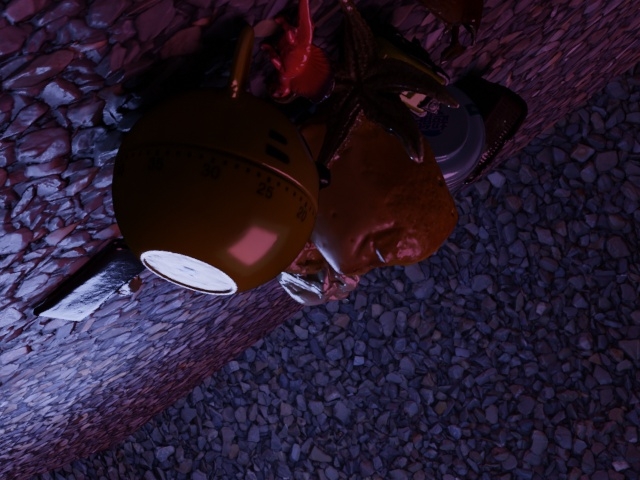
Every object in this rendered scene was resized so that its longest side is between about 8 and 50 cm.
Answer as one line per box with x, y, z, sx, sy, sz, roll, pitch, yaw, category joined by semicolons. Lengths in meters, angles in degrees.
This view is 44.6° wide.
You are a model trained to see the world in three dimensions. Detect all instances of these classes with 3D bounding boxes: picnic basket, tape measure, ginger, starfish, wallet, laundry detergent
0.410;-0.325;2.164;0.297;0.222;0.129;-53;145;6;picnic basket
0.134;-0.330;1.448;0.186;0.199;0.112;21;114;-27;tape measure
-0.457;0.089;1.871;0.069;0.051;0.173;-32;170;-28;ginger
0.060;-0.267;1.339;0.375;0.327;0.094;-2;-167;34;starfish
-0.507;0.098;1.764;0.285;0.030;0.146;-36;152;18;wallet
0.242;-0.226;1.918;0.287;0.287;0.305;-31;168;-12;laundry detergent

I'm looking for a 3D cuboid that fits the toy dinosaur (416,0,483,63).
0.240;-0.451;1.477;0.327;0.112;0.207;-50;145;-48;toy dinosaur

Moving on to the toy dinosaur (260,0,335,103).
-0.015;-0.309;1.259;0.070;0.139;0.286;-26;166;-35;toy dinosaur

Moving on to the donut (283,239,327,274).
-0.112;-0.048;1.682;0.330;0.330;0.160;-17;139;-55;donut

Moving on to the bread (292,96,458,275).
0.110;-0.133;1.576;0.250;0.394;0.361;-35;-178;44;bread

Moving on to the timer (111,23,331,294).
-0.155;-0.118;1.285;0.376;0.375;0.387;113;-8;-69;timer

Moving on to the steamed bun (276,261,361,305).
0.000;0.000;1.927;0.206;0.275;0.320;34;83;-50;steamed bun
